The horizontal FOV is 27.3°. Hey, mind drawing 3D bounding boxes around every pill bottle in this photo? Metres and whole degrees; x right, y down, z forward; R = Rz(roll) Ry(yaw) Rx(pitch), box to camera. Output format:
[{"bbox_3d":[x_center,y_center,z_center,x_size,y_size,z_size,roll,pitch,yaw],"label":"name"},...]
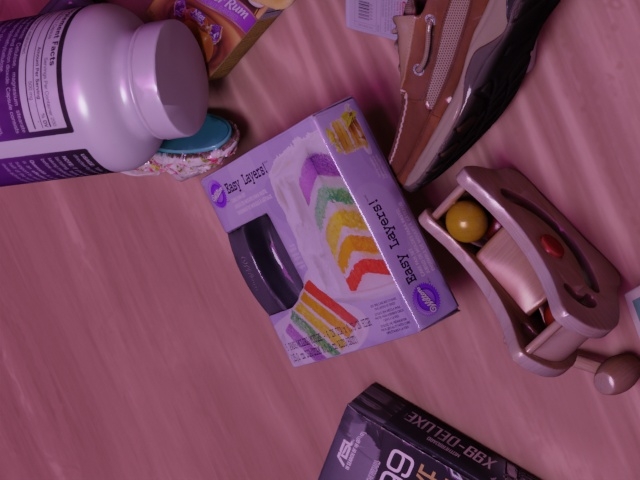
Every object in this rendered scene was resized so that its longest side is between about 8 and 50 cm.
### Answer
[{"bbox_3d":[-0.292,-0.156,1.440,0.322,0.181,0.182,-5,103,21],"label":"pill bottle"}]

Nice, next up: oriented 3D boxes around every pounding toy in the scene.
[{"bbox_3d":[0.197,0.067,1.313,0.269,0.154,0.155,47,122,9],"label":"pounding toy"}]

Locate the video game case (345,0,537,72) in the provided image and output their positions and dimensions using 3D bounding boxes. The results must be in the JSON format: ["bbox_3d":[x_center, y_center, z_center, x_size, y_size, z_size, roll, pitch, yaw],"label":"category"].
[{"bbox_3d":[0.120,-0.288,1.283,0.206,0.026,0.227,18,130,23],"label":"video game case"}]

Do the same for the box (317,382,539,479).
[{"bbox_3d":[0.099,0.352,1.507,0.242,0.076,0.308,30,118,18],"label":"box"}]

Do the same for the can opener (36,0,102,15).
[{"bbox_3d":[-0.344,-0.206,1.590,0.093,0.074,0.280,31,127,-22],"label":"can opener"}]

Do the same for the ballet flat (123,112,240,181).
[{"bbox_3d":[-0.185,-0.107,1.528,0.241,0.091,0.077,9,140,31],"label":"ballet flat"}]

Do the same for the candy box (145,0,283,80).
[{"bbox_3d":[-0.096,-0.274,1.428,0.109,0.053,0.186,50,121,8],"label":"candy box"}]

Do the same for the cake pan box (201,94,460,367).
[{"bbox_3d":[0.000,0.000,1.407,0.267,0.070,0.246,-21,94,56],"label":"cake pan box"}]

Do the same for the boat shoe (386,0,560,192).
[{"bbox_3d":[0.133,-0.191,1.255,0.120,0.122,0.324,40,133,16],"label":"boat shoe"}]

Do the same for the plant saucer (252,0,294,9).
[{"bbox_3d":[-0.093,-0.427,1.316,0.332,0.081,0.333,24,108,33],"label":"plant saucer"}]

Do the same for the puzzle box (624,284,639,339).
[{"bbox_3d":[0.449,0.170,1.149,0.272,0.052,0.409,-34,59,37],"label":"puzzle box"}]
